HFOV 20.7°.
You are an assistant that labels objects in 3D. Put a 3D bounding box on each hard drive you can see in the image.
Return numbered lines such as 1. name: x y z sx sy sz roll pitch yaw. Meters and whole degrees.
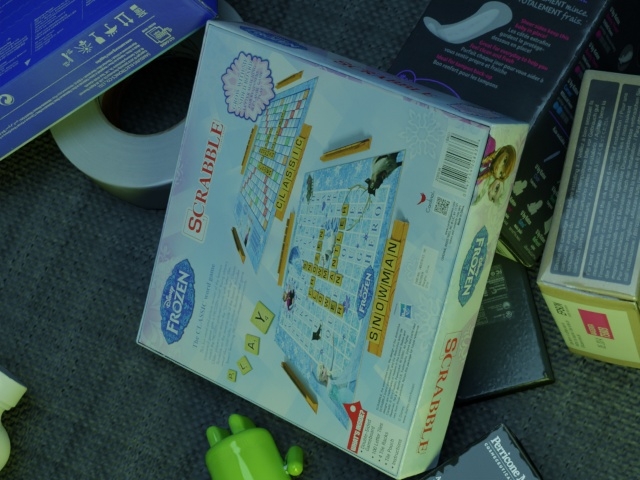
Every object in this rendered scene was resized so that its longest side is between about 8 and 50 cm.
1. hard drive: 0.154 0.078 1.614 0.094 0.022 0.135 -15 70 9

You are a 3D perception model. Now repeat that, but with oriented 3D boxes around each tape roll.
1. tape roll: -0.158 -0.144 1.735 0.219 0.072 0.219 -4 72 13

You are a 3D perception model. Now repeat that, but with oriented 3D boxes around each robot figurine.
1. robot figurine: -0.063 0.217 1.600 0.101 0.067 0.115 -30 68 10

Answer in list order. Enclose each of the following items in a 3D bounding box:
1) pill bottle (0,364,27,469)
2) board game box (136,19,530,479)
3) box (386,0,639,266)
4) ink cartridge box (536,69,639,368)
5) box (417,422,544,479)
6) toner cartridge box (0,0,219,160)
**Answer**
1. pill bottle: -0.390 0.217 1.639 0.146 0.146 0.264 35 84 21
2. board game box: 0.000 0.000 1.545 0.318 0.066 0.318 25 108 33
3. box: 0.173 -0.141 1.600 0.165 0.143 0.270 27 81 32
4. ink cartridge box: 0.258 -0.013 1.503 0.088 0.234 0.193 11 75 17
5. box: 0.159 0.318 1.495 0.184 0.103 0.261 -35 68 5
6. toner cartridge box: -0.254 -0.203 1.680 0.348 0.075 0.165 -29 45 26
